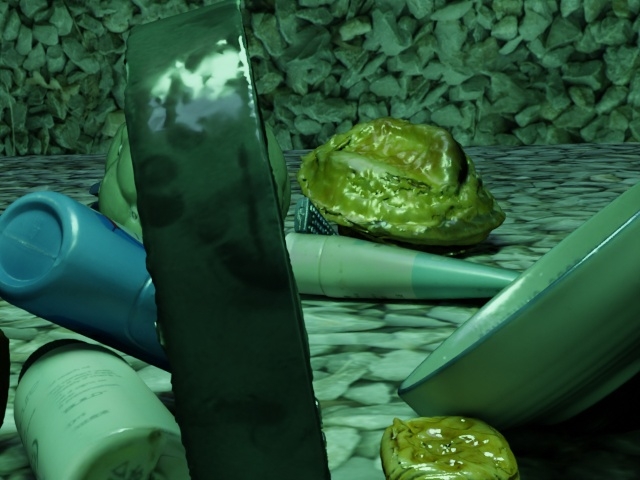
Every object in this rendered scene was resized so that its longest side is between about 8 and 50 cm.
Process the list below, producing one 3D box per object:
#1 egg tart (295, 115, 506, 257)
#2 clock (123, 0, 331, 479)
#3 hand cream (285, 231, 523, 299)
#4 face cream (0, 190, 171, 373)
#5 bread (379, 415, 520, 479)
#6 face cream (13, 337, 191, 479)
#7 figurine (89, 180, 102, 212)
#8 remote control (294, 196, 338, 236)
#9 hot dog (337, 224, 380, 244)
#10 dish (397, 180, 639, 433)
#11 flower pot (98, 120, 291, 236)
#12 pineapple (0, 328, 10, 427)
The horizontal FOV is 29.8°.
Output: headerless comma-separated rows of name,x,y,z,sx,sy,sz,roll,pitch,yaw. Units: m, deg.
egg tart,0.108,-0.091,1.597,0.297,0.132,0.297,7,29,-4
clock,-0.041,0.029,0.633,0.061,0.313,0.312,-11,10,-2
hand cream,0.110,0.033,1.295,0.312,0.070,0.111,3,-2,18
face cream,-0.117,0.053,0.897,0.149,0.083,0.264,21,-8,45
bread,0.078,0.140,0.731,0.083,0.044,0.111,0,11,-1
face cream,-0.148,0.120,0.776,0.092,0.092,0.311,-6,11,-20
figurine,-0.251,-0.026,1.639,0.195,0.111,0.102,-13,-7,-45
remote control,0.001,0.000,1.427,0.027,0.043,0.152,4,-22,21
hot dog,0.079,-0.025,1.652,0.099,0.065,0.147,30,21,21
dish,0.199,0.068,0.841,0.273,0.134,0.273,-41,-3,-3
flower pot,-0.156,-0.055,1.500,0.246,0.195,0.246,-2,11,0
pineapple,-0.346,0.113,0.870,0.237,0.111,0.119,-7,-19,10
